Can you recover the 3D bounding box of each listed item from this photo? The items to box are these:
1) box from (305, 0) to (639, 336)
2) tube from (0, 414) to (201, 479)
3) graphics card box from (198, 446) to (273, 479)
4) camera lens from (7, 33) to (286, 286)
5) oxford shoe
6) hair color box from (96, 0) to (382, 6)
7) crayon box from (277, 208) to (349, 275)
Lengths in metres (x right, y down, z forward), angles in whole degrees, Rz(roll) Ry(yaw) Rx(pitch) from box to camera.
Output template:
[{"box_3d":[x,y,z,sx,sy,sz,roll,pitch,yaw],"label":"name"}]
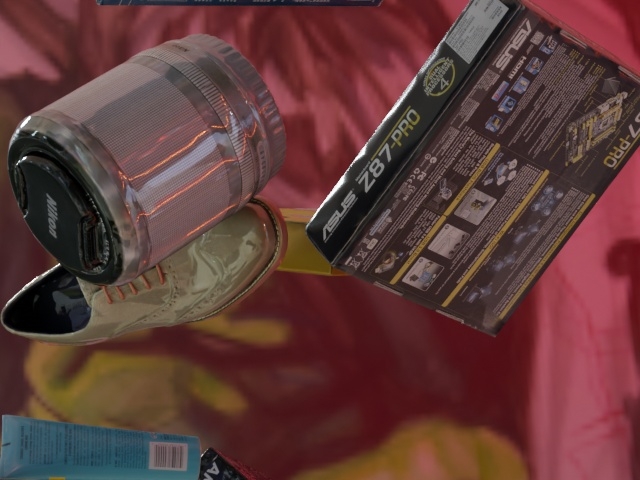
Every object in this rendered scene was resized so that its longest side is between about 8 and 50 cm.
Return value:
[{"box_3d":[0.215,-0.093,2.200,0.318,0.097,0.395,24,-72,-38],"label":"box"},{"box_3d":[-0.230,0.223,1.839,0.207,0.080,0.052,7,-49,-14],"label":"tube"},{"box_3d":[0.006,0.406,2.087,0.094,0.371,0.233,-50,-25,-1],"label":"graphics card box"},{"box_3d":[-0.204,-0.092,2.031,0.274,0.219,0.219,-35,-4,-31],"label":"camera lens"},{"box_3d":[-0.221,0.053,2.196,0.397,0.140,0.146,-25,-7,27],"label":"oxford shoe"},{"box_3d":[-0.089,-0.358,1.966,0.347,0.173,0.105,-3,-26,-26],"label":"hair color box"},{"box_3d":[0.000,0.000,2.424,0.202,0.081,0.319,6,4,37],"label":"crayon box"}]
